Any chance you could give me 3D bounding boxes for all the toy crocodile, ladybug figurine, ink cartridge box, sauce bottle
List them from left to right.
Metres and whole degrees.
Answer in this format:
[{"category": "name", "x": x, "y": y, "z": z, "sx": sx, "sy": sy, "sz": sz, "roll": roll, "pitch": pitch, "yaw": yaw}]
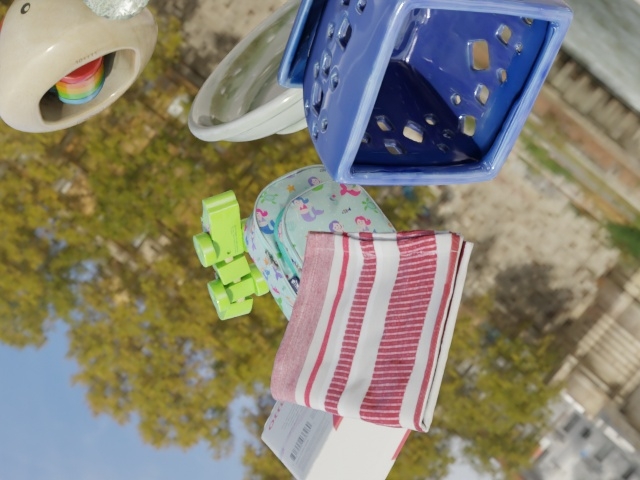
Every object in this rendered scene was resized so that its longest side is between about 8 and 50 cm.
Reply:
[{"category": "ladybug figurine", "x": -0.435, "y": -0.323, "z": 1.938, "sx": 0.162, "sy": 0.305, "sz": 0.449, "roll": 58, "pitch": 163, "yaw": 4}, {"category": "sauce bottle", "x": -0.301, "y": -0.453, "z": 1.727, "sx": 0.111, "sy": 0.111, "sz": 0.344, "roll": 35, "pitch": -155, "yaw": -25}, {"category": "toy crocodile", "x": -0.182, "y": 0.034, "z": 2.213, "sx": 0.105, "sy": 0.115, "sz": 0.341, "roll": 53, "pitch": 161, "yaw": 41}, {"category": "ink cartridge box", "x": 0.032, "y": 0.298, "z": 1.920, "sx": 0.131, "sy": 0.226, "sz": 0.306, "roll": 28, "pitch": 178, "yaw": -16}]

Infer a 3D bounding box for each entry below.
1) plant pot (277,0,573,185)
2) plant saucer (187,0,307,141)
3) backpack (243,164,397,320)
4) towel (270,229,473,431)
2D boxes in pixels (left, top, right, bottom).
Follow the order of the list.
[{"category": "plant pot", "x": 0.096, "y": -0.214, "z": 1.256, "sx": 0.236, "sy": 0.236, "sz": 0.212, "roll": -4, "pitch": -139, "yaw": -33}, {"category": "plant saucer", "x": -0.023, "y": -0.269, "z": 1.742, "sx": 0.100, "sy": 0.400, "sz": 0.400, "roll": 50, "pitch": -176, "yaw": -24}, {"category": "backpack", "x": 0.000, "y": 0.000, "z": 1.888, "sx": 0.253, "sy": 0.225, "sz": 0.191, "roll": 56, "pitch": 155, "yaw": 18}, {"category": "towel", "x": 0.051, "y": 0.102, "z": 1.408, "sx": 0.037, "sy": 0.237, "sz": 0.329, "roll": 19, "pitch": 170, "yaw": -31}]
